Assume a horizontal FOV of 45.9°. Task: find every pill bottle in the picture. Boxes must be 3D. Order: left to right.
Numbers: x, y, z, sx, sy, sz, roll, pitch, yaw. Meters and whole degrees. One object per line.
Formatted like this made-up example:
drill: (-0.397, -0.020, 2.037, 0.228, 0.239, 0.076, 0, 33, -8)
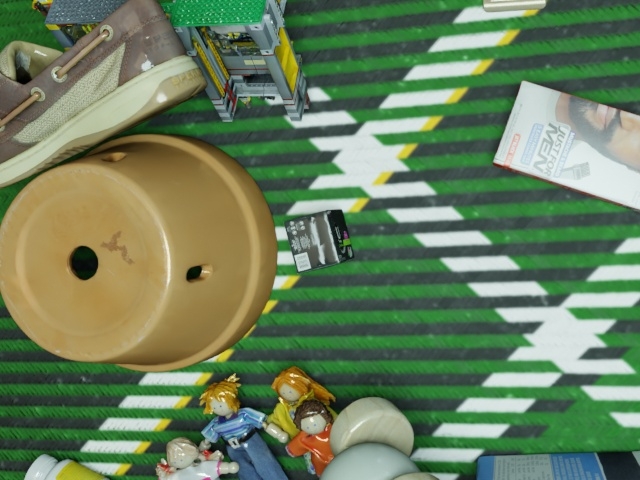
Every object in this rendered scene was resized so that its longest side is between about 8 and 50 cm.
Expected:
pill bottle: (-0.311, 0.316, 0.952, 0.116, 0.065, 0.065, 24, 98, 11)

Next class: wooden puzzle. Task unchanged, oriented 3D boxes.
wooden puzzle: (0.211, -0.288, 0.826, 0.116, 0.014, 0.078, -7, 91, 13)

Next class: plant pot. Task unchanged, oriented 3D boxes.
plant pot: (-0.216, 0.017, 0.846, 0.291, 0.203, 0.290, 1, 93, 14)

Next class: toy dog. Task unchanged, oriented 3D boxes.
toy dog: (0.032, 0.326, 0.724, 0.161, 0.220, 0.333, -6, 89, -15)

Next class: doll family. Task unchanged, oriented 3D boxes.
doll family: (-0.062, 0.231, 0.875, 0.263, 0.118, 0.163, -20, 106, 18)

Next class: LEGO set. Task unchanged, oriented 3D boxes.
LEGO set: (-0.134, -0.252, 0.856, 0.332, 0.192, 0.254, -5, 63, 11)

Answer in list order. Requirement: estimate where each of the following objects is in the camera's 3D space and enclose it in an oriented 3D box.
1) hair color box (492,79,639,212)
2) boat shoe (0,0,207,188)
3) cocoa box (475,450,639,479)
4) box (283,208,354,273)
hair color box: (0.278, -0.098, 0.800, 0.167, 0.053, 0.093, 19, 96, 10)
boat shoe: (-0.274, -0.142, 0.758, 0.342, 0.123, 0.123, -17, 106, 31)
cocoa box: (0.274, 0.406, 0.733, 0.228, 0.231, 0.346, -5, 91, 14)
box: (0.000, 0.000, 0.854, 0.052, 0.083, 0.062, -15, 90, 15)
